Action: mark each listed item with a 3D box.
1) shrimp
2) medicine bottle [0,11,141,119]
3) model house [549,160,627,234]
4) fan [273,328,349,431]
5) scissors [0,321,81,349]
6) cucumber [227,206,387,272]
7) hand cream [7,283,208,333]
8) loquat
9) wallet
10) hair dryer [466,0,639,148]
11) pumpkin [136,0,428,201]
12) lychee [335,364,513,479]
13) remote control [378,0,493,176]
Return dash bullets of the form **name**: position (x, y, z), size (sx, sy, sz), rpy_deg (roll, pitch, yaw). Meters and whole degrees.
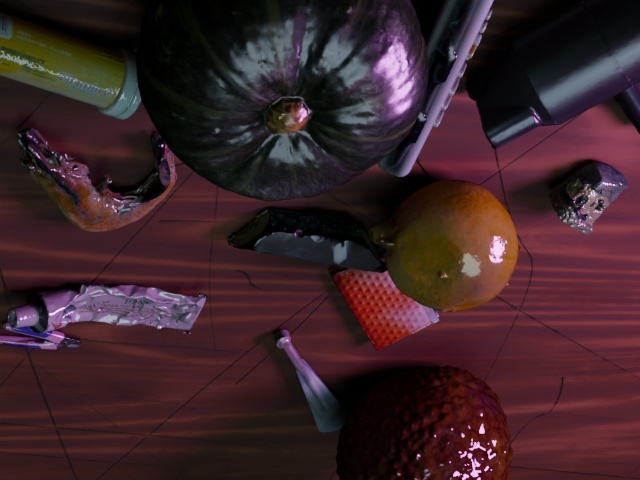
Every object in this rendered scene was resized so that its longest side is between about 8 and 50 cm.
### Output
- **shrimp**: position (-0.245, -0.079, 1.689), size (0.152, 0.046, 0.219), rpy_deg (-28, 145, 12)
- **medicine bottle**: position (-0.286, -0.188, 1.528), size (0.218, 0.074, 0.074), rpy_deg (17, 130, -33)
- **model house**: position (0.348, -0.059, 1.938), size (0.083, 0.066, 0.078), rpy_deg (-41, 138, 24)
- **fan**: position (-0.018, 0.205, 2.142), size (0.057, 0.023, 0.282), rpy_deg (-17, 142, 11)
- **scissors**: position (-0.357, 0.125, 1.915), size (0.113, 0.012, 0.039), rpy_deg (13, 132, -34)
- **cucumber**: position (0.000, 0.000, 1.880), size (0.220, 0.046, 0.070), rpy_deg (8, 124, -23)
- **hand cream**: position (-0.269, 0.089, 1.882), size (0.257, 0.050, 0.084), rpy_deg (-1, 141, -30)
- **loquat**: position (0.154, 0.005, 1.872), size (0.204, 0.149, 0.172), rpy_deg (10, 139, -15)
- **wallet**: position (0.089, 0.076, 2.031), size (0.103, 0.020, 0.196), rpy_deg (-24, 141, 6)
- **hair dryer**: position (0.324, -0.166, 1.783), size (0.244, 0.116, 0.302), rpy_deg (-28, 148, 16)
- **pumpkin**: position (-0.040, -0.184, 1.528), size (0.300, 0.207, 0.300), rpy_deg (-1, 138, -1)
- **lychee**: position (0.152, 0.303, 2.153), size (0.260, 0.261, 0.261), rpy_deg (-11, 141, -9)
- **remote control**: position (0.135, -0.200, 1.629), size (0.056, 0.140, 0.296), rpy_deg (25, 132, 2)
